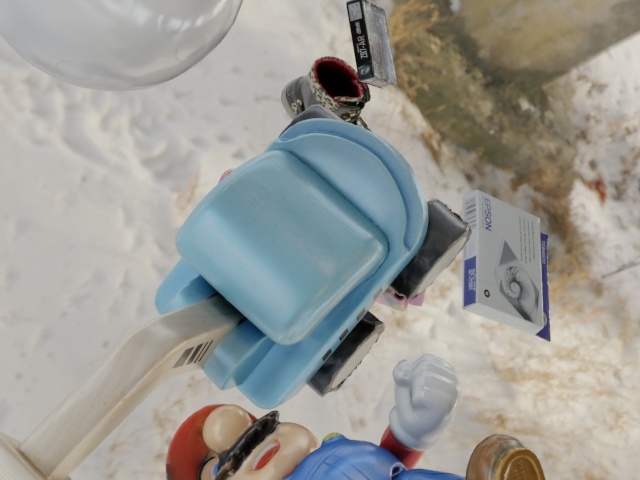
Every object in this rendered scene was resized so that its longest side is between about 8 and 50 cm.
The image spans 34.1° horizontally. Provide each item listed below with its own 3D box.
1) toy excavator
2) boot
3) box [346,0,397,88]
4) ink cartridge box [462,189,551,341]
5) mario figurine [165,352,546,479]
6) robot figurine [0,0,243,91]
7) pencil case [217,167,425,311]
[{"bbox_3d":[-0.095,0.067,0.997,0.222,0.433,0.445,42,12,13],"label":"toy excavator"},{"bbox_3d":[0.046,-0.177,1.621,0.236,0.178,0.085,45,74,-5],"label":"boot"},{"bbox_3d":[0.053,-0.202,1.075,0.067,0.018,0.083,-4,84,-66],"label":"box"},{"bbox_3d":[0.344,0.047,1.849,0.224,0.045,0.223,21,59,-32],"label":"ink cartridge box"},{"bbox_3d":[-0.013,0.164,0.714,0.198,0.320,0.170,3,85,-38],"label":"mario figurine"},{"bbox_3d":[-0.157,-0.223,0.813,0.200,0.300,0.353,63,0,-15],"label":"robot figurine"},{"bbox_3d":[0.000,0.000,1.288,0.284,0.124,0.124,17,49,4],"label":"pencil case"}]
